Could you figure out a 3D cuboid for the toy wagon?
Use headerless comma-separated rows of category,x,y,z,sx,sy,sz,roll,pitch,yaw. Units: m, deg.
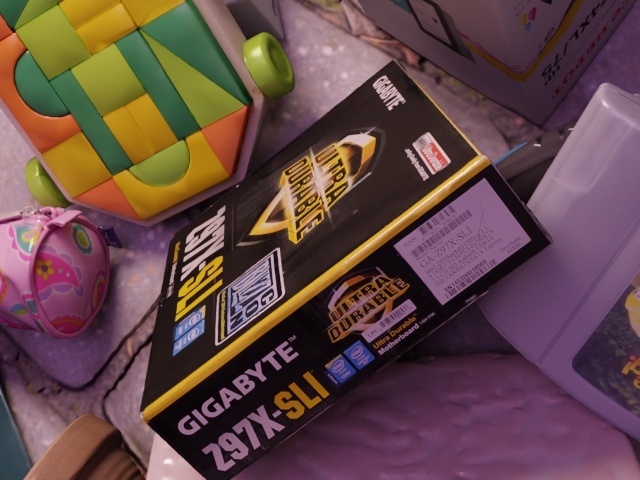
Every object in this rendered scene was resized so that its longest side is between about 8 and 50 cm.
toy wagon,-0.197,-0.178,0.856,0.267,0.068,0.344,-24,110,21

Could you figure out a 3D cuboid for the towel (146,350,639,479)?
towel,0.048,0.184,0.646,0.331,0.053,0.317,-5,31,1

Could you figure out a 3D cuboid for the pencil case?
pencil case,-0.334,0.021,0.930,0.284,0.124,0.124,2,77,24

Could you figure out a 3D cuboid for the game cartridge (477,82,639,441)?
game cartridge,0.256,0.053,0.623,0.294,0.060,0.196,30,129,7

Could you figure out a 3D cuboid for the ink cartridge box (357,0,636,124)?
ink cartridge box,0.129,-0.252,0.746,0.197,0.270,0.198,37,91,23

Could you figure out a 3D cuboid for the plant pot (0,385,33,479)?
plant pot,-0.417,0.210,0.897,0.234,0.165,0.165,-38,67,19

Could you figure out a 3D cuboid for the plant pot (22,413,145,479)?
plant pot,-0.191,0.265,0.774,0.109,0.237,0.237,27,87,3

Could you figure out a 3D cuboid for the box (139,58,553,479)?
box,0.000,0.000,0.724,0.257,0.322,0.079,-39,109,10

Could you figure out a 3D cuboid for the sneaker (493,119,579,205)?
sneaker,0.276,-0.031,0.717,0.341,0.125,0.140,-10,84,23

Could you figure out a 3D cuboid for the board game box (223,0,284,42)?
board game box,-0.169,-0.314,0.970,0.224,0.097,0.303,-14,71,17
